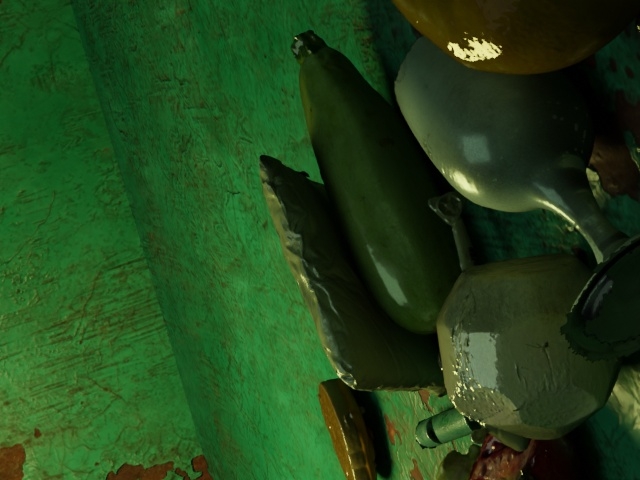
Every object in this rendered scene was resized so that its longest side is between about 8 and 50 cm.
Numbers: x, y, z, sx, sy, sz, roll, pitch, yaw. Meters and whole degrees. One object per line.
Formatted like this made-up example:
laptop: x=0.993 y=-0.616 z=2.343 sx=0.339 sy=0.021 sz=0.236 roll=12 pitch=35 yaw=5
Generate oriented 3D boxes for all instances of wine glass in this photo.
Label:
wine glass: x=0.179 y=-0.056 z=1.211 sx=0.143 sy=0.143 sz=0.321 roll=91 pitch=155 yaw=-46

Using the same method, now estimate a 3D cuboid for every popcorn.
popcorn: x=0.172 y=0.287 z=1.678 sx=0.097 sy=0.089 sz=0.109 roll=32 pitch=-143 yaw=-58

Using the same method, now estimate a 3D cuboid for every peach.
peach: x=0.136 y=-0.242 z=1.086 sx=0.251 sy=0.153 sz=0.251 roll=17 pitch=116 yaw=37

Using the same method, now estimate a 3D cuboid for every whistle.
whistle: x=0.152 y=0.213 z=1.735 sx=0.186 sy=0.039 sz=0.039 roll=135 pitch=115 yaw=-71

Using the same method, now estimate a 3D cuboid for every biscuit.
biscuit: x=0.044 y=0.268 z=2.116 sx=0.170 sy=0.050 sz=0.170 roll=163 pitch=90 yaw=-81

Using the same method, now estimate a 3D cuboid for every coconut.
coconut: x=0.183 y=0.098 z=1.320 sx=0.161 sy=0.161 sz=0.162 roll=-167 pitch=69 yaw=-70

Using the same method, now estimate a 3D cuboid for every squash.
squash: x=0.060 y=-0.066 z=1.614 sx=0.118 sy=0.118 sz=0.370 roll=106 pitch=144 yaw=-61

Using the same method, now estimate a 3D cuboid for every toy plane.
toy plane: x=0.160 y=0.066 z=1.462 sx=0.092 sy=0.108 sz=0.286 roll=98 pitch=156 yaw=-69

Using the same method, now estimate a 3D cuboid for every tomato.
tomato: x=0.211 y=0.248 z=1.502 sx=0.173 sy=0.099 sz=0.189 roll=-151 pitch=85 yaw=-82

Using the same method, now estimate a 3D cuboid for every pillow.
pillow: x=0.035 y=0.049 z=1.672 sx=0.281 sy=0.076 sz=0.274 roll=17 pitch=-133 yaw=-65

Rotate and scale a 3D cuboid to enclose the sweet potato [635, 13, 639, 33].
sweet potato: x=0.263 y=-0.138 z=0.978 sx=0.269 sy=0.075 sz=0.074 roll=-143 pitch=38 yaw=-68
